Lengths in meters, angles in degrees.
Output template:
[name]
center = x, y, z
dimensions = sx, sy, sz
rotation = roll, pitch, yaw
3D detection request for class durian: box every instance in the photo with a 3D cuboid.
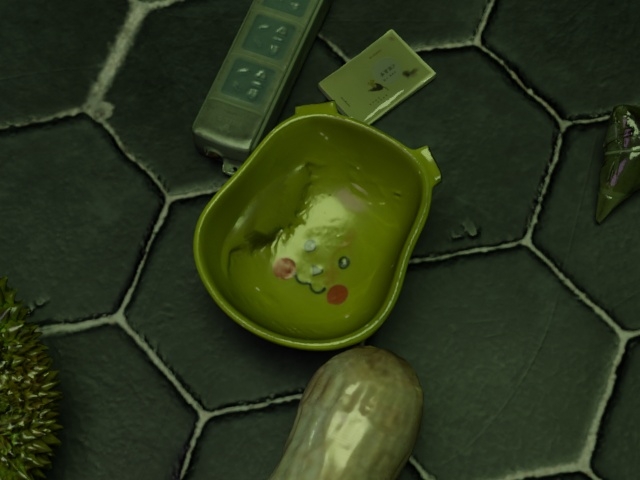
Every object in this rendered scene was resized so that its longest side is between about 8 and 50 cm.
[durian]
center = -0.385, 0.142, 1.463
dimensions = 0.291, 0.225, 0.291
rotation = 1, 67, -3

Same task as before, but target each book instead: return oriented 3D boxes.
[book]
center = 0.063, -0.180, 1.687
dimensions = 0.111, 0.014, 0.077
rotation = -37, 71, -12

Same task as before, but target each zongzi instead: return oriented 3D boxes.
[zongzi]
center = 0.374, -0.072, 1.621
dimensions = 0.154, 0.062, 0.131
rotation = 9, 89, -10

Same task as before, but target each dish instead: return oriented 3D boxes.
[dish]
center = 0.000, 0.000, 1.566
dimensions = 0.221, 0.108, 0.262
rotation = 27, 72, 13

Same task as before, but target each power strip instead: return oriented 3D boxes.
[power strip]
center = -0.062, -0.200, 1.681
dimensions = 0.078, 0.052, 0.272
rotation = 20, 70, 11

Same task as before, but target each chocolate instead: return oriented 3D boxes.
[chocolate]
center = 0.004, 0.241, 1.457
dimensions = 0.134, 0.134, 0.309
rotation = 18, 69, 10
